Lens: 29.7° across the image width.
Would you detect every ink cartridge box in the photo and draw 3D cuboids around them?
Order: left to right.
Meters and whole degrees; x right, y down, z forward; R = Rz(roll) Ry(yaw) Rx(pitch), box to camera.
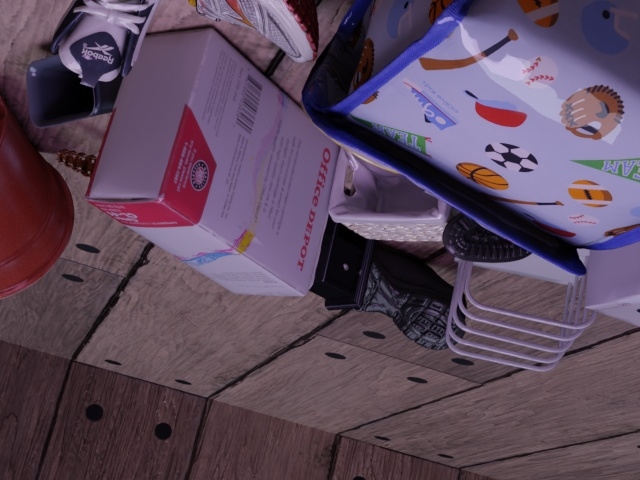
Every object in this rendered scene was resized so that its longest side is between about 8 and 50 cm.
[{"bbox_3d":[-0.120,-0.085,1.484,0.131,0.226,0.306,1,157,33],"label":"ink cartridge box"}]

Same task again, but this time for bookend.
[{"bbox_3d":[0.000,0.000,1.750,0.157,0.156,0.072,29,155,-37],"label":"bookend"}]

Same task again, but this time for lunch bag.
[{"bbox_3d":[0.185,-0.133,1.125,0.327,0.239,0.385,28,159,-15],"label":"lunch bag"}]

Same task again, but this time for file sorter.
[{"bbox_3d":[0.288,0.066,1.724,0.192,0.173,0.278,12,161,4],"label":"file sorter"}]

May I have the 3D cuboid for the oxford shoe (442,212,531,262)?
[{"bbox_3d":[0.237,-0.018,1.539,0.227,0.083,0.096,-13,-177,-31],"label":"oxford shoe"}]

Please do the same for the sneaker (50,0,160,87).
[{"bbox_3d":[-0.207,-0.236,1.228,0.094,0.153,0.235,21,159,-24],"label":"sneaker"}]

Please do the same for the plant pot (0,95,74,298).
[{"bbox_3d":[-0.512,-0.090,1.715,0.272,0.273,0.265,10,152,8],"label":"plant pot"}]

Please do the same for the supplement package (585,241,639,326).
[{"bbox_3d":[0.458,0.024,1.428,0.203,0.149,0.194,19,159,-24],"label":"supplement package"}]

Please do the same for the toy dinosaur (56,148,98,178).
[{"bbox_3d":[-0.217,-0.060,1.759,0.321,0.165,0.218,-4,-177,-18],"label":"toy dinosaur"}]

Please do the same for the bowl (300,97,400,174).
[{"bbox_3d":[0.070,-0.151,1.353,0.170,0.170,0.080,20,115,-20],"label":"bowl"}]

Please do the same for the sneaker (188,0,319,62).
[{"bbox_3d":[-0.077,-0.251,1.182,0.092,0.088,0.225,-23,136,26],"label":"sneaker"}]

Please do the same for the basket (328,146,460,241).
[{"bbox_3d":[0.111,-0.063,1.572,0.167,0.113,0.103,2,162,29],"label":"basket"}]

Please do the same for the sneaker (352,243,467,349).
[{"bbox_3d":[0.109,0.064,1.930,0.286,0.130,0.109,34,120,0],"label":"sneaker"}]

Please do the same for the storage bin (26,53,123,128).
[{"bbox_3d":[-0.292,-0.195,1.512,0.135,0.098,0.091,-6,-179,42],"label":"storage bin"}]
